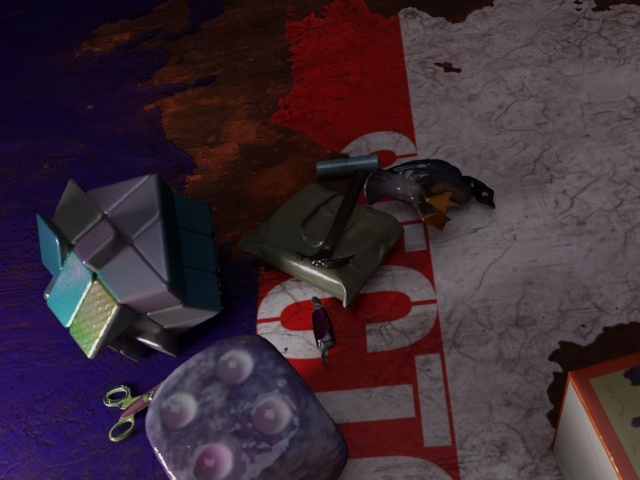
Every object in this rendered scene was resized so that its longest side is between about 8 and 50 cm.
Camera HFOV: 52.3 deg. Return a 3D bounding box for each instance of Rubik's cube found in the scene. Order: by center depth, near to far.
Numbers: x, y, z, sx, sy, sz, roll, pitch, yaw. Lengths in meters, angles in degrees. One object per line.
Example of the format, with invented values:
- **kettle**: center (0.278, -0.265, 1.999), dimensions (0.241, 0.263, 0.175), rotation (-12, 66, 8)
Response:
- **Rubik's cube**: center (-0.410, 0.067, 1.412), dimensions (0.368, 0.358, 0.387), rotation (-14, 63, 6)

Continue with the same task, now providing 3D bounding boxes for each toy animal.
- **toy animal**: center (0.250, -0.114, 1.487), dimensions (0.299, 0.122, 0.185), rotation (9, 39, 6)

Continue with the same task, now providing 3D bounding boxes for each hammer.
- **hammer**: center (0.049, -0.055, 1.452), dimensions (0.125, 0.027, 0.297), rotation (13, 52, 14)

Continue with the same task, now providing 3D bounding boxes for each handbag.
- **handbag**: center (0.005, -0.001, 1.497), dimensions (0.316, 0.109, 0.253), rotation (25, 60, 29)

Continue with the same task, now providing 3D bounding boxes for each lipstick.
- **lipstick**: center (0.070, -0.187, 1.649), dimensions (0.158, 0.048, 0.048), rotation (-5, 54, 11)

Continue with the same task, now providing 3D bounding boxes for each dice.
- **dice**: center (-0.130, 0.355, 1.170), dimensions (0.270, 0.270, 0.271), rotation (-37, 54, -13)

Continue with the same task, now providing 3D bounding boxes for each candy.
- **candy**: center (0.005, 0.189, 1.396), dimensions (0.043, 0.045, 0.175), rotation (-22, 51, 12)

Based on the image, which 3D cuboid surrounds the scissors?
- **scissors**: center (-0.375, 0.342, 1.400), dimensions (0.187, 0.020, 0.133), rotation (-24, 48, -2)

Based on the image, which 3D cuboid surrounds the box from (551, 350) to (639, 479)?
- **box**: center (0.530, 0.360, 0.947), dimensions (0.257, 0.348, 0.318), rotation (-18, 51, 2)
